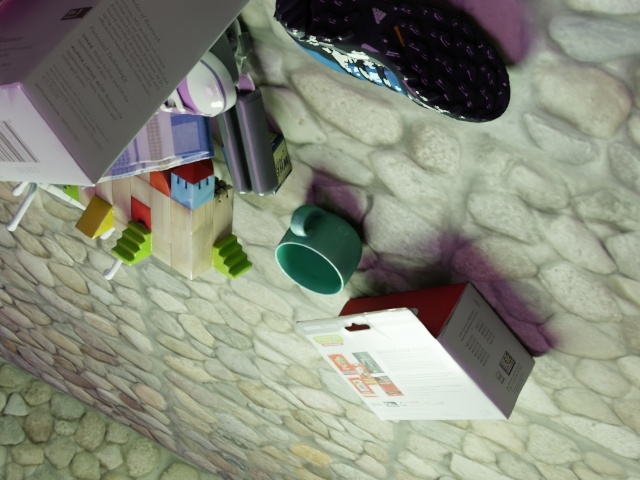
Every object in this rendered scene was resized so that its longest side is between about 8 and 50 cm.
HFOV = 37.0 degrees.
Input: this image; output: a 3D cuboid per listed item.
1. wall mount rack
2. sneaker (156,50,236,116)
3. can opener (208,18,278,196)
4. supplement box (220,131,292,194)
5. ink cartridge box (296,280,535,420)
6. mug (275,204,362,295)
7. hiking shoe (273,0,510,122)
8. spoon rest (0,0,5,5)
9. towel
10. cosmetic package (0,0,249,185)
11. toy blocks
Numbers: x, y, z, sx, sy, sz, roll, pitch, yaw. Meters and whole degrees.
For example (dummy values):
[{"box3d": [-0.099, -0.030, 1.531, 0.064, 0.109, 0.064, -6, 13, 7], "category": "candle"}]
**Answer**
[{"box3d": [-0.484, -0.055, 1.867, 0.350, 0.130, 0.304, 30, -170, -21], "category": "wall mount rack"}, {"box3d": [-0.251, -0.193, 1.295, 0.282, 0.161, 0.102, 15, 134, 39], "category": "sneaker"}, {"box3d": [-0.132, -0.186, 1.367, 0.076, 0.095, 0.283, 8, 121, 33], "category": "can opener"}, {"box3d": [-0.100, -0.128, 1.503, 0.083, 0.056, 0.083, 18, 147, 24], "category": "supplement box"}, {"box3d": [0.154, 0.174, 1.627, 0.309, 0.130, 0.272, -13, 126, 50], "category": "ink cartridge box"}, {"box3d": [0.006, 0.007, 1.557, 0.129, 0.097, 0.158, 32, 149, 3], "category": "mug"}, {"box3d": [0.090, -0.235, 1.159, 0.304, 0.113, 0.132, 28, 180, -4], "category": "hiking shoe"}, {"box3d": [-0.509, -0.386, 1.295, 0.084, 0.137, 0.276, -22, 143, 10], "category": "spoon rest"}, {"box3d": [-0.280, -0.201, 1.444, 0.285, 0.034, 0.209, -8, 90, 34], "category": "towel"}, {"box3d": [-0.270, -0.251, 1.165, 0.217, 0.385, 0.156, 4, 140, 36], "category": "cosmetic package"}, {"box3d": [-0.277, -0.120, 1.578, 0.381, 0.191, 0.261, 31, 134, 27], "category": "toy blocks"}]
